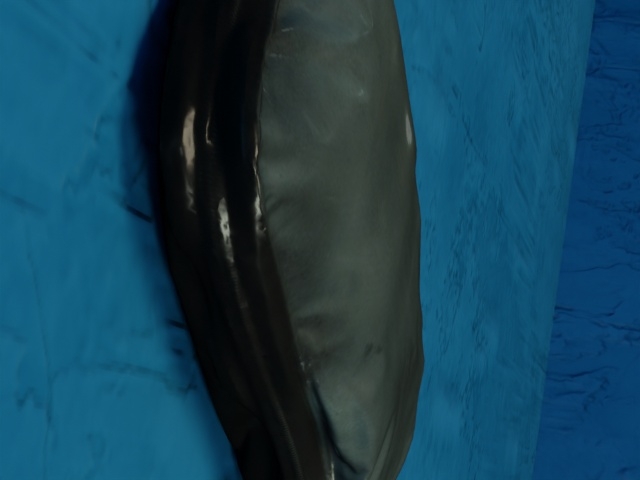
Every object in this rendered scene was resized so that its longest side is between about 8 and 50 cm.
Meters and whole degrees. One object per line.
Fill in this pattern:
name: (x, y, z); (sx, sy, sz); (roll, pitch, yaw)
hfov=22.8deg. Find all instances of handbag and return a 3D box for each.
handbag: (0.000, 0.002, 0.668); (0.332, 0.075, 0.191); (76, 21, -49)
